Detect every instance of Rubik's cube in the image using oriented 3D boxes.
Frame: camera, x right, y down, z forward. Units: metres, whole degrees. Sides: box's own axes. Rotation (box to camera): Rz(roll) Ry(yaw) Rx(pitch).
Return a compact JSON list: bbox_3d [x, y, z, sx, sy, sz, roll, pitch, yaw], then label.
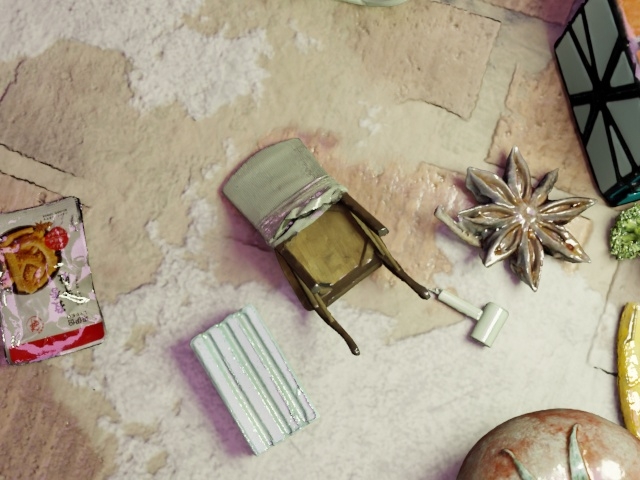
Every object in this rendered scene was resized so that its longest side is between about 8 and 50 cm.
[{"bbox_3d":[0.533,-0.235,1.390,0.283,0.288,0.293,-12,79,-4],"label":"Rubik's cube"}]

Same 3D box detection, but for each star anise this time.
[{"bbox_3d":[0.289,-0.032,1.453,0.262,0.081,0.230,-4,81,-12],"label":"star anise"}]

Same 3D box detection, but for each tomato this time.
[{"bbox_3d":[0.325,0.385,1.282,0.317,0.282,0.316,0,77,0],"label":"tomato"}]

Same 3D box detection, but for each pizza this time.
[{"bbox_3d":[0.528,0.180,1.422,0.188,0.080,0.204,-10,79,-2],"label":"pizza"}]

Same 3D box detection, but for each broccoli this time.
[{"bbox_3d":[0.484,-0.016,1.447,0.097,0.092,0.095,-7,108,-6],"label":"broccoli"}]

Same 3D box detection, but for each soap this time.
[{"bbox_3d":[-0.098,0.204,1.418,0.114,0.063,0.198,-30,82,-7],"label":"soap"}]

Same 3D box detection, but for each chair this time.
[{"bbox_3d":[0.000,0.000,1.425,0.160,0.319,0.186,-38,127,-5],"label":"chair"}]

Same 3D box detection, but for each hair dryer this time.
[{"bbox_3d":[0.216,0.106,1.455,0.124,0.038,0.063,29,81,10],"label":"hair dryer"}]

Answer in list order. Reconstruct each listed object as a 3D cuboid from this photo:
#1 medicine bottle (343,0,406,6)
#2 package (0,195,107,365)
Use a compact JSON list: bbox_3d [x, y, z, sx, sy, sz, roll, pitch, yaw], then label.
[{"bbox_3d":[0.064,-0.512,1.446,0.252,0.252,0.241,20,80,3],"label":"medicine bottle"},{"bbox_3d":[-0.417,0.058,1.457,0.154,0.030,0.239,-14,80,-5],"label":"package"}]
